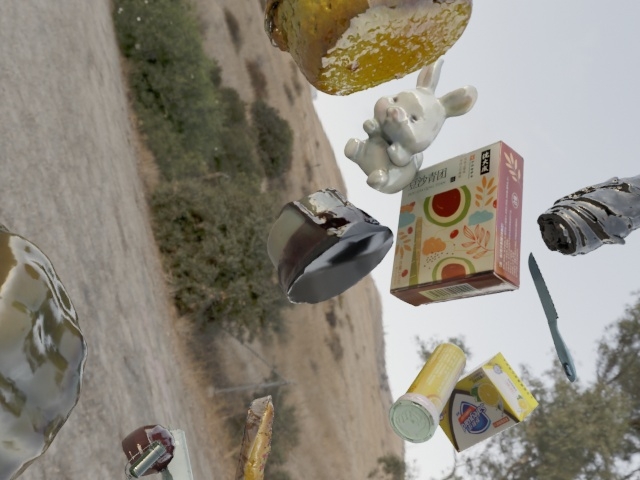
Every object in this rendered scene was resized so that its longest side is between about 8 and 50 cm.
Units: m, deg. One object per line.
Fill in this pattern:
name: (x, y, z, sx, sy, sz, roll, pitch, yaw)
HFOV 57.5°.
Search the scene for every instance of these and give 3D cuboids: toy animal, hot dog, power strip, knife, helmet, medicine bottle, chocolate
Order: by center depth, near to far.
medicine bottle: (0.182, 0.239, 0.954, 0.218, 0.074, 0.074, -32, 111, -58)
helmet: (-0.328, 0.406, 1.155, 0.098, 0.070, 0.123, 56, 15, 18)
power strip: (-0.302, 0.468, 1.215, 0.252, 0.060, 0.027, -132, -136, -61)
chocolate: (0.000, 0.000, 1.323, 0.186, 0.283, 0.283, 57, -13, 23)
hot dog: (-0.149, 0.480, 1.330, 0.131, 0.069, 0.252, 57, 43, -89)
knife: (0.539, 0.177, 1.364, 0.044, 0.019, 0.313, 134, -58, -66)
toy animal: (0.249, -0.303, 1.583, 0.196, 0.241, 0.367, 51, -53, 26)

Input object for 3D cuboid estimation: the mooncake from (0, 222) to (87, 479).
mooncake: (-0.373, 0.116, 0.543, 0.290, 0.290, 0.161, -111, -175, -47)

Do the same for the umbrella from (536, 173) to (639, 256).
umbrella: (0.423, -0.058, 0.726, 0.090, 0.326, 0.094, 81, -14, -47)

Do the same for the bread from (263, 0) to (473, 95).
bread: (0.087, -0.407, 1.034, 0.337, 0.358, 0.204, 114, -43, -64)

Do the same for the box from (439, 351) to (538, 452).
box: (0.422, 0.435, 1.555, 0.168, 0.097, 0.265, 57, -42, 16)

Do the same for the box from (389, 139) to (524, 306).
box: (0.371, -0.036, 1.599, 0.344, 0.122, 0.385, -18, -126, 47)

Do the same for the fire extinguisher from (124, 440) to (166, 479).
fire extinguisher: (-0.311, 0.387, 1.019, 0.038, 0.083, 0.025, 46, -37, 0)
